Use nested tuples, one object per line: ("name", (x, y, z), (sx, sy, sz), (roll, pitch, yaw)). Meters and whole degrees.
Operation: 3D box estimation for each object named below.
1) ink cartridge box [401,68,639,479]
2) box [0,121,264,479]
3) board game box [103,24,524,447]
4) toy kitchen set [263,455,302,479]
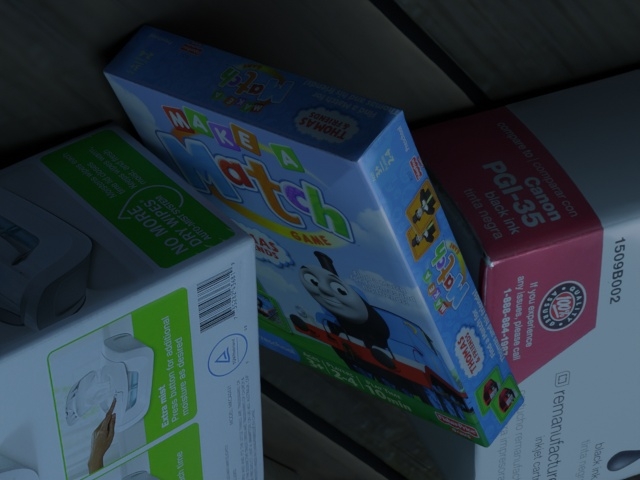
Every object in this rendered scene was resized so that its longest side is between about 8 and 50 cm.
("ink cartridge box", (0.190, 0.014, 1.008), (0.283, 0.117, 0.207), (-16, 132, -16))
("box", (-0.150, 0.116, 0.865), (0.231, 0.127, 0.262), (-27, 136, -28))
("board game box", (0.000, 0.000, 0.869), (0.039, 0.160, 0.211), (-49, 138, -23))
("toy kitchen set", (-0.012, 0.252, 1.095), (0.166, 0.122, 0.207), (-46, 133, 13))
